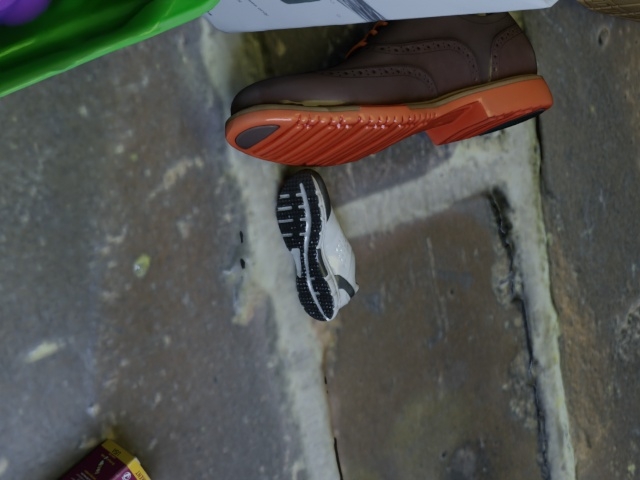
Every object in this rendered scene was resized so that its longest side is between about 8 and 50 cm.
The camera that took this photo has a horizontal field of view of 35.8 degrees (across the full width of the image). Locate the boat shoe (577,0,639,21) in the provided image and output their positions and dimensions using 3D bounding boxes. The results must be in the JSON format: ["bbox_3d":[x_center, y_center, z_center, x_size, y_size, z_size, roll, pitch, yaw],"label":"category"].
[{"bbox_3d":[0.301,-0.236,0.843,0.277,0.098,0.096,1,96,-45],"label":"boat shoe"}]

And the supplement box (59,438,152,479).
[{"bbox_3d":[-0.142,0.174,0.615,0.083,0.043,0.055,-41,119,-23],"label":"supplement box"}]

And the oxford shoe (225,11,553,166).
[{"bbox_3d":[0.044,-0.114,0.690,0.271,0.097,0.098,-12,84,-38],"label":"oxford shoe"}]

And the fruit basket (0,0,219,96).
[{"bbox_3d":[-0.182,-0.216,0.332,0.283,0.392,0.392,-30,113,-28],"label":"fruit basket"}]

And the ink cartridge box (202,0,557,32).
[{"bbox_3d":[0.032,-0.232,0.527,0.121,0.289,0.211,37,75,-34],"label":"ink cartridge box"}]

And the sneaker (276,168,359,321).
[{"bbox_3d":[0.000,0.000,0.699,0.043,0.040,0.109,-30,118,-46],"label":"sneaker"}]
